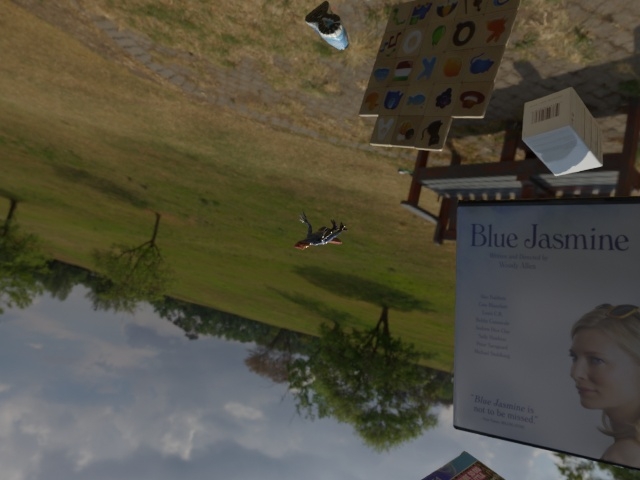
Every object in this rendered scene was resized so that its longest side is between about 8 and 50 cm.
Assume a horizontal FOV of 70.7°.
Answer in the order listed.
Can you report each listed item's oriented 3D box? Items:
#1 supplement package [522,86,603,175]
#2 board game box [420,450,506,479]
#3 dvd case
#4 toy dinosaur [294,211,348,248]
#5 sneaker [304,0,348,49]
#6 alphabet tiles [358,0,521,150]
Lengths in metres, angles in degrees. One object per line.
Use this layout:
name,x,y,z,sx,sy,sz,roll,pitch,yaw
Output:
supplement package,0.551,-0.241,1.024,0.179,0.105,0.105,28,155,-35
board game box,0.271,0.479,0.654,0.291,0.141,0.232,27,-172,38
dvd case,0.227,0.083,0.454,0.180,0.252,0.022,1,180,32
toy dinosaur,0.000,0.000,0.650,0.047,0.082,0.090,33,150,44
sneaker,0.017,-0.459,0.981,0.063,0.162,0.073,-32,137,14
alphabet tiles,0.197,-0.327,0.795,0.011,0.342,0.285,16,-178,-40
